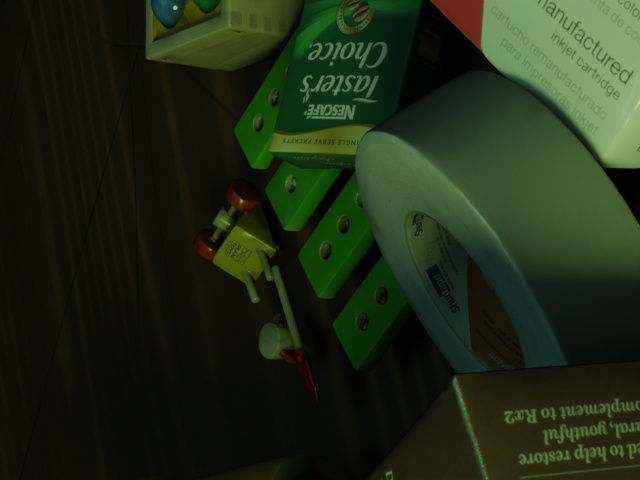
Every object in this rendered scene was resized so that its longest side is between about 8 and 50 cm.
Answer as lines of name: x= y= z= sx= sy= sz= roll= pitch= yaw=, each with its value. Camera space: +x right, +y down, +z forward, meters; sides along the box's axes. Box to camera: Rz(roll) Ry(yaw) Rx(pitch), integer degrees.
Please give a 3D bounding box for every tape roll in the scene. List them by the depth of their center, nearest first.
tape roll: x=0.109 y=0.015 z=0.982 sx=0.219 sy=0.072 sz=0.219 roll=54 pitch=165 yaw=21

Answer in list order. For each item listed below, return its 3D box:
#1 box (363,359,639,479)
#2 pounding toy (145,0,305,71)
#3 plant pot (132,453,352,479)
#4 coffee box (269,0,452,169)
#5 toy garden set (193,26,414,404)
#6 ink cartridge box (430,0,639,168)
box: x=0.093 y=0.206 z=0.922 sx=0.381 sy=0.191 sz=0.143 roll=126 pitch=136 yaw=-53
pounding toy: x=-0.099 y=-0.233 z=1.393 sx=0.206 sy=0.094 sz=0.181 roll=-11 pitch=77 yaw=54
plant pot: x=-0.060 y=0.244 z=1.213 sx=0.188 sy=0.205 sz=0.205 roll=-31 pitch=60 yaw=32
coffee box: x=0.035 y=-0.139 z=1.189 sx=0.113 sy=0.040 sz=0.184 roll=7 pitch=79 yaw=42
toy garden set: x=0.000 y=0.000 z=1.269 sx=0.204 sy=0.049 sz=0.244 roll=-55 pitch=46 yaw=33
ink cartridge box: x=0.191 y=-0.222 z=0.921 sx=0.226 sy=0.131 sz=0.306 roll=50 pitch=127 yaw=32
